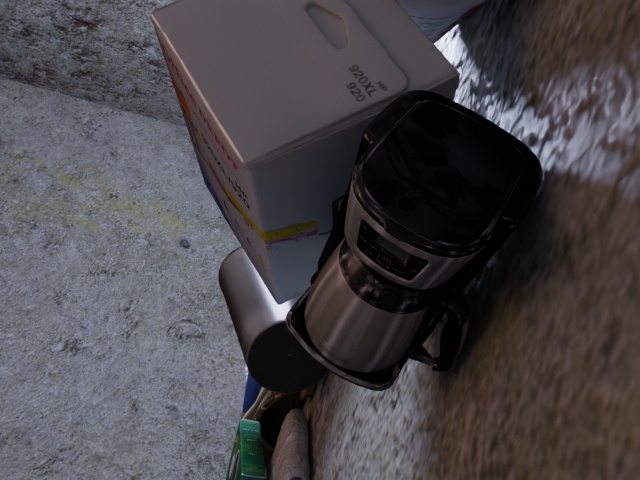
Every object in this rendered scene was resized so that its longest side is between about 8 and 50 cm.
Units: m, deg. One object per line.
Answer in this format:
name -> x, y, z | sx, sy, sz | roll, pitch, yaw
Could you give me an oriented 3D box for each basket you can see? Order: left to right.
basket -> -0.061, 0.125, 1.009 | 0.154, 0.204, 0.227 | -56, 22, 15

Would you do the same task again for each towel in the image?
towel -> -0.071, 0.415, 0.952 | 0.187, 0.049, 0.282 | -102, 27, -75

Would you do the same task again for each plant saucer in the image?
plant saucer -> -0.016, 0.224, 1.044 | 0.083, 0.015, 0.083 | -165, 90, -84

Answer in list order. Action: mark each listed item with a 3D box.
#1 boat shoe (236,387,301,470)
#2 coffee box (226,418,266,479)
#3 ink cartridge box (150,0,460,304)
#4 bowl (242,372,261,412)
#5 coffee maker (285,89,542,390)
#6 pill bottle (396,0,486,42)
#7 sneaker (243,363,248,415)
boat shoe -> -0.096, 0.345, 1.146 | 0.095, 0.095, 0.257 | -100, 24, -61
coffee box -> -0.122, 0.381, 1.018 | 0.184, 0.040, 0.113 | -134, 58, -78
ink cartridge box -> -0.014, -0.090, 0.544 | 0.171, 0.168, 0.233 | 57, 166, 25
bowl -> -0.088, 0.180, 1.352 | 0.391, 0.077, 0.391 | -168, 90, -89
coffee maker -> 0.059, -0.010, 0.440 | 0.178, 0.120, 0.171 | 113, 171, -50
pill bottle -> 0.089, -0.267, 0.558 | 0.283, 0.160, 0.160 | -130, 55, -83
sneaker -> -0.144, 0.366, 1.541 | 0.236, 0.095, 0.104 | -85, 4, -51
